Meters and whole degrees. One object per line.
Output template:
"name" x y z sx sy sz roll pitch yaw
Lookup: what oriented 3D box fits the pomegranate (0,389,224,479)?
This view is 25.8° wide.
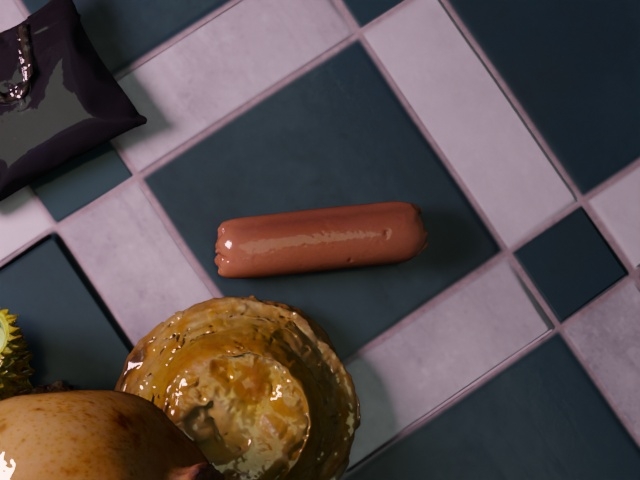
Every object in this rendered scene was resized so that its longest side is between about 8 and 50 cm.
"pomegranate" -0.272 0.361 1.594 0.417 0.416 0.416 1 84 -7

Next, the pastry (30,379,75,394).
"pastry" -0.323 0.260 1.825 0.087 0.063 0.169 -35 86 -3

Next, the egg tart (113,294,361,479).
"egg tart" -0.107 0.231 1.819 0.341 0.129 0.341 1 85 -8

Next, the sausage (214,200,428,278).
"sausage" 0.001 -0.001 1.875 0.289 0.086 0.086 -6 85 -6

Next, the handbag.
"handbag" -0.391 -0.186 1.849 0.254 0.089 0.211 -30 90 -5

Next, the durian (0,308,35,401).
"durian" -0.469 0.177 1.746 0.237 0.176 0.200 -15 65 2
